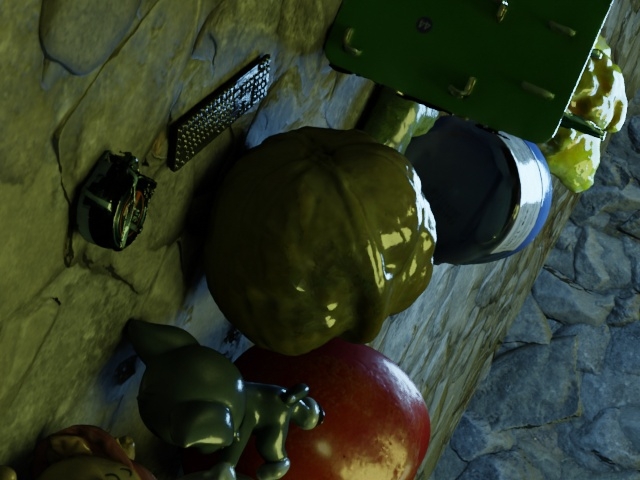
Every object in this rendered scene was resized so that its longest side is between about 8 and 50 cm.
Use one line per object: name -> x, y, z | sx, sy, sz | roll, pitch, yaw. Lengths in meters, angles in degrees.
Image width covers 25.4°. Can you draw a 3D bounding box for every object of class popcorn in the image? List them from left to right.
popcorn -> 0.382, -0.244, 2.537 | 0.290, 0.326, 0.321 | 13, 57, -68

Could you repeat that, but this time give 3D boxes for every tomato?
tomato -> -0.023, 0.277, 1.942 | 0.293, 0.290, 0.325 | -48, -168, -28

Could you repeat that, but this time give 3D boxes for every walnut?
walnut -> 0.002, -0.001, 1.744 | 0.282, 0.253, 0.277 | -49, 149, -35

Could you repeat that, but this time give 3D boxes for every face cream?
face cream -> 0.237, -0.083, 2.328 | 0.225, 0.249, 0.249 | 1, 112, -68

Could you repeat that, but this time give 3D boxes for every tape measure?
tape measure -> -0.207, -0.038, 1.434 | 0.091, 0.054, 0.094 | 62, 47, -66

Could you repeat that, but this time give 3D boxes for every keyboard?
keyboard -> -0.113, -0.149, 1.625 | 0.204, 0.013, 0.061 | -46, 154, -47

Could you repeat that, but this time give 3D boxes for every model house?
model house -> 0.238, -0.264, 1.917 | 0.242, 0.358, 0.313 | -69, 160, 4

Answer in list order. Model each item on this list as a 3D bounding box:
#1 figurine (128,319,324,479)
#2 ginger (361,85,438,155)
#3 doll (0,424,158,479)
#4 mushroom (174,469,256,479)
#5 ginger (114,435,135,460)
figurine -> -0.101, 0.205, 1.669 | 0.140, 0.265, 0.193 | -60, -146, 40
ginger -> 0.121, -0.178, 2.139 | 0.290, 0.089, 0.137 | -62, 170, -18
doll -> -0.267, 0.308, 1.498 | 0.256, 0.152, 0.196 | -23, 103, -49
mushroom -> -0.170, 0.448, 1.724 | 0.336, 0.314, 0.314 | -23, 159, 3
ginger -> -0.282, 0.331, 1.660 | 0.137, 0.074, 0.213 | 101, 15, -59
